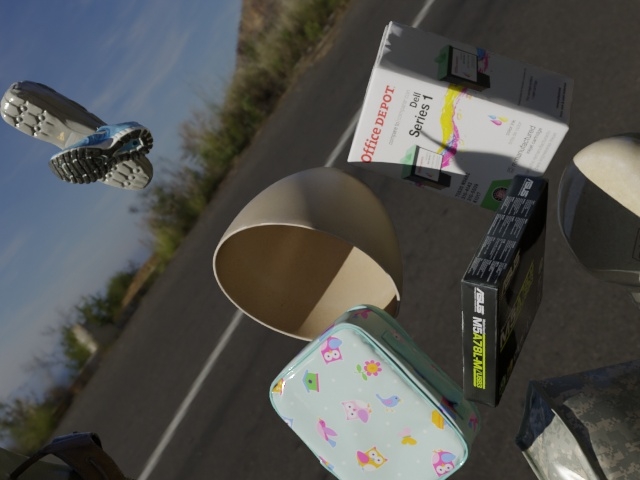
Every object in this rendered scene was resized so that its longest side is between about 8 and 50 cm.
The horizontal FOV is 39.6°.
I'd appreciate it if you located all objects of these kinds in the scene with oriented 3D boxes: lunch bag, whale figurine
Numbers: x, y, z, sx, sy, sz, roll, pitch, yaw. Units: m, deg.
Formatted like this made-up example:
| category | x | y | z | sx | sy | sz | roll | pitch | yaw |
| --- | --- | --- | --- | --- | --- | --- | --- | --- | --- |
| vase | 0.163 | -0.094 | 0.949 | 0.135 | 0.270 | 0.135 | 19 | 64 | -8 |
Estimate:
| category | x | y | z | sx | sy | sz | roll | pitch | yaw |
| --- | --- | --- | --- | --- | --- | --- | --- | --- | --- |
| lunch bag | 0.087 | 0.243 | 1.291 | 0.224 | 0.279 | 0.108 | -45 | -2 | 25 |
| whale figurine | 0.397 | -0.018 | 0.985 | 0.141 | 0.272 | 0.216 | -22 | -53 | -31 |
| lunch bag | 0.457 | 0.325 | 1.276 | 0.287 | 0.235 | 0.169 | -120 | 26 | -51 |

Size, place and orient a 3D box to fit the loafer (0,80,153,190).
| category | x | y | z | sx | sy | sz | roll | pitch | yaw |
| --- | --- | --- | --- | --- | --- | --- | --- | --- | --- |
| loafer | -0.467 | -0.213 | 1.752 | 0.112 | 0.319 | 0.111 | -46 | 20 | 30 |

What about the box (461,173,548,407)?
| category | x | y | z | sx | sy | sz | roll | pitch | yaw |
| --- | --- | --- | --- | --- | --- | --- | --- | --- | --- |
| box | 0.204 | 0.054 | 0.978 | 0.191 | 0.045 | 0.184 | -54 | -31 | -42 |

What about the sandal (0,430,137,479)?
| category | x | y | z | sx | sy | sz | roll | pitch | yaw |
| --- | --- | --- | --- | --- | --- | --- | --- | --- | --- |
| sandal | -0.240 | 0.247 | 0.941 | 0.120 | 0.302 | 0.086 | 27 | 92 | 51 |

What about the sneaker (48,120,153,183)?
| category | x | y | z | sx | sy | sz | roll | pitch | yaw |
| --- | --- | --- | --- | --- | --- | --- | --- | --- | --- |
| sneaker | -0.341 | -0.140 | 1.379 | 0.162 | 0.063 | 0.073 | -21 | 36 | -12 |

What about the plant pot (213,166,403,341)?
| category | x | y | z | sx | sy | sz | roll | pitch | yaw |
| --- | --- | --- | --- | --- | --- | --- | --- | --- | --- |
| plant pot | 0.000 | 0.000 | 1.361 | 0.284 | 0.284 | 0.191 | -43 | 23 | 48 |

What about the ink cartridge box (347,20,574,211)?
| category | x | y | z | sx | sy | sz | roll | pitch | yaw |
| --- | --- | --- | --- | --- | --- | --- | --- | --- | --- |
| ink cartridge box | 0.196 | -0.172 | 1.293 | 0.201 | 0.278 | 0.117 | 106 | -178 | -51 |
